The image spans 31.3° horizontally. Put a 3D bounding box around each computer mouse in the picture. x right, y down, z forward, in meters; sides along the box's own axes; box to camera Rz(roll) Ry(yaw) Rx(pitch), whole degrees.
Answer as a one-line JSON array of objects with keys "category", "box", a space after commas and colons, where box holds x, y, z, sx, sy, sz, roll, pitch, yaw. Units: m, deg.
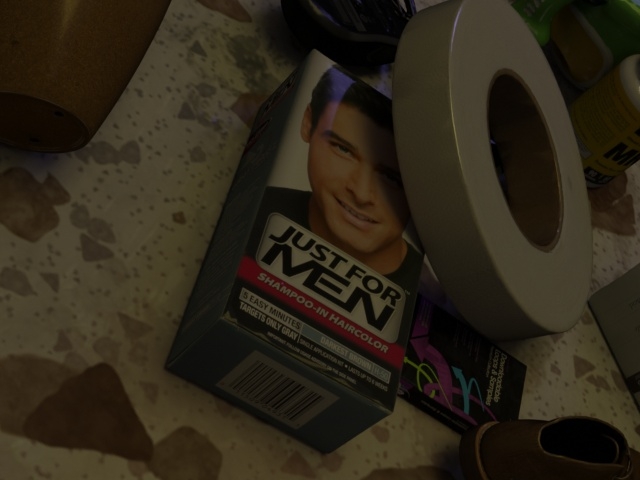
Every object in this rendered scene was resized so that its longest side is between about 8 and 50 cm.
[{"category": "computer mouse", "box": [0.041, -0.257, 1.390, 0.272, 0.072, 0.189, 6, 55, -49]}]

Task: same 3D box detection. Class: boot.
[{"category": "boot", "box": [0.286, 0.241, 1.178, 0.305, 0.115, 0.112, 19, 56, -39]}]

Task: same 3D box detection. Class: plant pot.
[{"category": "plant pot", "box": [-0.247, -0.218, 1.053, 0.237, 0.237, 0.254, 19, 66, -26]}]

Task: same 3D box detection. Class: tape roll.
[{"category": "tape roll", "box": [0.202, -0.081, 1.269, 0.392, 0.072, 0.392, 32, 52, -51]}]

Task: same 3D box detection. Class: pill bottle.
[{"category": "pill bottle", "box": [0.407, -0.169, 1.500, 0.119, 0.208, 0.119, 19, 51, -25]}]

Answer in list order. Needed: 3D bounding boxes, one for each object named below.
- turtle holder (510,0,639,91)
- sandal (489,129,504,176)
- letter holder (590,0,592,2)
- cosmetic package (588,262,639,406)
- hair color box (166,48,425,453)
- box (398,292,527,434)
[{"category": "turtle holder", "box": [0.420, -0.304, 1.581, 0.243, 0.227, 0.320, 44, 50, 8]}, {"category": "sandal", "box": [0.194, -0.110, 1.407, 0.097, 0.054, 0.254, 39, 45, -9]}, {"category": "letter holder", "box": [0.568, -0.370, 1.826, 0.302, 0.214, 0.152, 49, 12, 2]}, {"category": "cosmetic package", "box": [0.507, 0.182, 1.333, 0.156, 0.217, 0.385, -3, 61, -39]}, {"category": "hair color box", "box": [0.000, 0.000, 1.142, 0.185, 0.113, 0.374, 31, 46, -17]}, {"category": "box", "box": [0.146, 0.142, 1.215, 0.162, 0.029, 0.116, 34, 46, -17]}]
